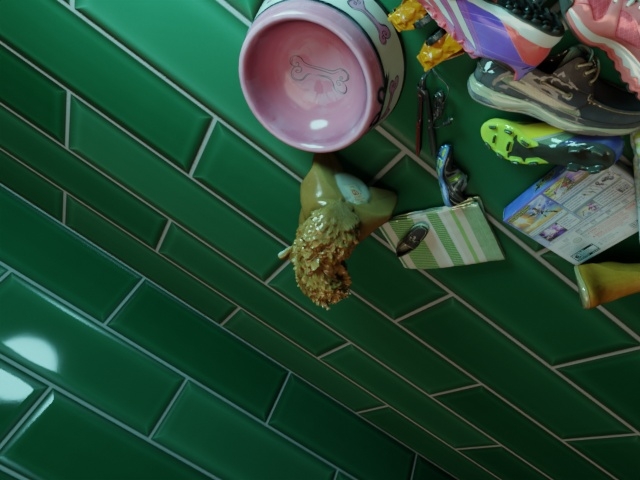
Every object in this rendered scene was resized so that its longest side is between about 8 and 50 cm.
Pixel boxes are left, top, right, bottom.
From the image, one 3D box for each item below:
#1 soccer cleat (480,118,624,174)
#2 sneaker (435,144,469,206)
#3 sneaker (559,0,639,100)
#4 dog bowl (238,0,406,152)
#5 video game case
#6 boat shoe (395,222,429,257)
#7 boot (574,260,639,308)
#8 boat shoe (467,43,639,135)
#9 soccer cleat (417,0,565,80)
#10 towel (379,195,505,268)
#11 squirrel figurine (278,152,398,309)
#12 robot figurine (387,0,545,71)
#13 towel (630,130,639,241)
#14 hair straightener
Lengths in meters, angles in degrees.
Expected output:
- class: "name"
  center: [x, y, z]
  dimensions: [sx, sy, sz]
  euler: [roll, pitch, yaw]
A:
- class: "soccer cleat"
  center: [0.507, -0.225, 0.916]
  dimensions: [0.289, 0.121, 0.093]
  euler: [26, 149, 38]
- class: "sneaker"
  center: [0.353, -0.175, 1.094]
  dimensions: [0.078, 0.067, 0.188]
  euler: [-15, 126, 13]
- class: "sneaker"
  center: [0.545, -0.379, 0.697]
  dimensions: [0.314, 0.115, 0.136]
  euler: [34, 155, -14]
- class: "dog bowl"
  center: [-0.013, -0.391, 0.989]
  dimensions: [0.408, 0.150, 0.407]
  euler: [15, 138, 14]
- class: "video game case"
  center: [0.648, -0.080, 1.019]
  dimensions: [0.244, 0.061, 0.269]
  euler: [30, 139, -5]
- class: "boat shoe"
  center: [0.282, 0.005, 1.268]
  dimensions: [0.056, 0.049, 0.152]
  euler: [28, 140, -2]
- class: "boot"
  center: [0.754, 0.095, 1.010]
  dimensions: [0.211, 0.295, 0.104]
  euler: [-10, 91, 33]
- class: "boat shoe"
  center: [0.482, -0.309, 0.813]
  dimensions: [0.356, 0.132, 0.130]
  euler: [17, 140, 11]
- class: "soccer cleat"
  center: [0.260, -0.397, 0.734]
  dimensions: [0.318, 0.108, 0.116]
  euler: [26, 145, 0]
- class: "towel"
  center: [0.367, -0.008, 1.277]
  dimensions: [0.325, 0.038, 0.247]
  euler: [-13, 126, 37]
- class: "squirrel figurine"
  center: [0.000, 0.000, 1.210]
  dimensions: [0.281, 0.396, 0.370]
  euler: [29, 132, -9]
- class: "robot figurine"
  center: [0.285, -0.472, 0.785]
  dimensions: [0.291, 0.085, 0.211]
  euler: [-23, 119, 44]
- class: "towel"
  center: [0.831, -0.098, 0.818]
  dimensions: [0.321, 0.090, 0.374]
  euler: [-14, 118, 26]
- class: "hair straightener"
  center: [0.280, -0.308, 1.004]
  dimensions: [0.089, 0.047, 0.230]
  euler: [9, 133, 21]
